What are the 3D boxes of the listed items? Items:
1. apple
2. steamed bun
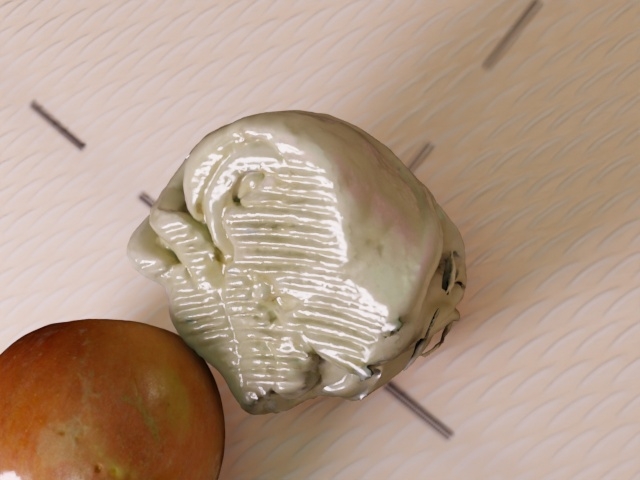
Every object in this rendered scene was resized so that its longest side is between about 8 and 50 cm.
[{"bbox_3d":[-0.213,0.180,1.468,0.254,0.253,0.253,-6,73,19],"label":"apple"},{"bbox_3d":[0.000,0.000,1.444,0.268,0.207,0.280,-39,87,34],"label":"steamed bun"}]
